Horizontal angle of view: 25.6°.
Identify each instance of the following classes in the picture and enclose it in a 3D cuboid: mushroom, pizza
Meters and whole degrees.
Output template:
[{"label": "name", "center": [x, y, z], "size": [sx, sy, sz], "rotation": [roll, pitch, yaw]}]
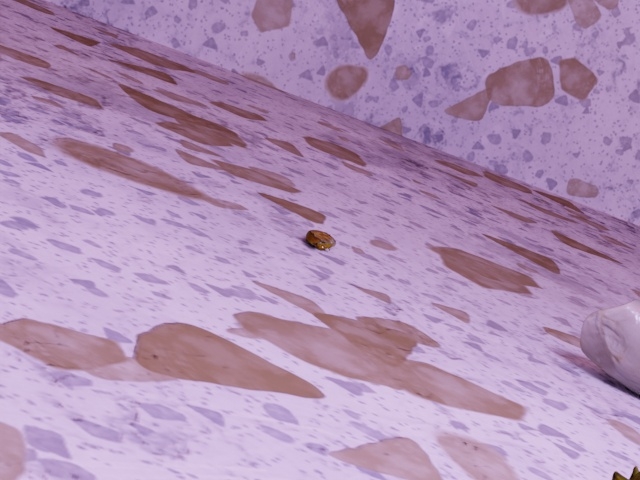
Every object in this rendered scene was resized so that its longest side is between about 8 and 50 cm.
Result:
[{"label": "mushroom", "center": [0.388, 0.134, 1.546], "size": [0.212, 0.097, 0.088], "rotation": [24, 0, 9]}, {"label": "pizza", "center": [0.000, 0.000, 1.672], "size": [0.037, 0.016, 0.083], "rotation": [21, 7, 1]}]

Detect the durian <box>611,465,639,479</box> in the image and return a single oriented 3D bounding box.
[{"label": "durian", "center": [0.222, 0.186, 0.912], "size": [0.108, 0.119, 0.186], "rotation": [26, 12, 1]}]
